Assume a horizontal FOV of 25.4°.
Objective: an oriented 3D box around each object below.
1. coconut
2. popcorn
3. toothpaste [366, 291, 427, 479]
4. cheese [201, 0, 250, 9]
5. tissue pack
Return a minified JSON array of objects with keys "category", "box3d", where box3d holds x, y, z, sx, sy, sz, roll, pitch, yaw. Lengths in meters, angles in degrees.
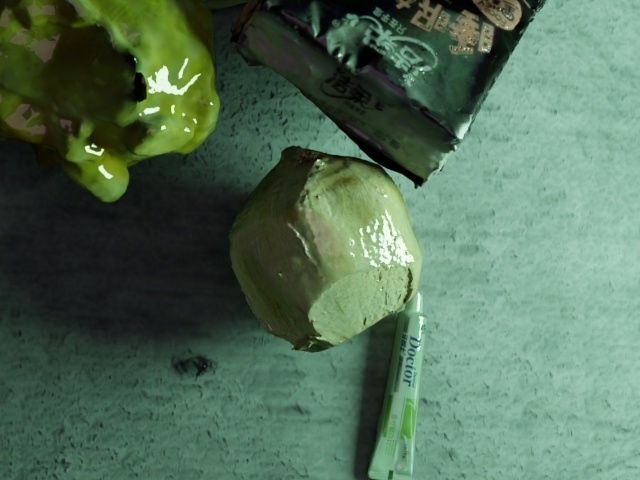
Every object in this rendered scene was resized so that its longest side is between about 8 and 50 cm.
[{"category":"coconut","box3d":[0.003,-0.002,1.380,0.194,0.194,0.194,1,84,-10]},{"category":"popcorn","box3d":[-0.224,-0.179,1.341,0.286,0.215,0.252,36,76,-1]},{"category":"toothpaste","box3d":[0.084,0.149,1.452,0.048,0.029,0.197,9,85,-8]},{"category":"cheese","box3d":[-0.080,-0.275,1.462,0.194,0.043,0.064,-15,82,-9]},{"category":"tissue pack","box3d":[0.082,-0.233,1.399,0.245,0.123,0.332,34,52,-2]}]
